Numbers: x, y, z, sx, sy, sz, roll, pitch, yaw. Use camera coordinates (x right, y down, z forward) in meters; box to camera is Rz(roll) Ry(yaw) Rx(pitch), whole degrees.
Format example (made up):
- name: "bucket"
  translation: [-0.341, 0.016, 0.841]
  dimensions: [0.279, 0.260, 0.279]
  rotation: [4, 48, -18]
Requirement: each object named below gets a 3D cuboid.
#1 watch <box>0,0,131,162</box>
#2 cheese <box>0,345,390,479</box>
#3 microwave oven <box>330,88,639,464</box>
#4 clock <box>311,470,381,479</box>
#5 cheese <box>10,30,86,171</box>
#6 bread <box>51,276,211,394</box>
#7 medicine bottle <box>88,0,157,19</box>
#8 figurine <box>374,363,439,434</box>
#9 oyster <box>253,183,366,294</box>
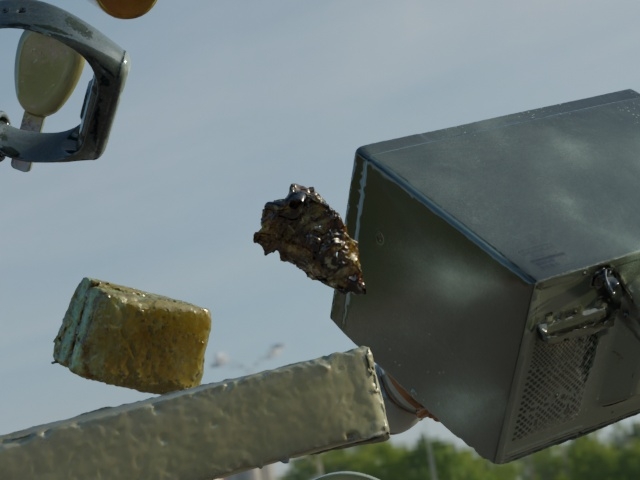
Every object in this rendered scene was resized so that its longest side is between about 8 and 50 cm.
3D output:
- name: "watch"
  translation: [-0.315, -0.168, 1.706]
  dimensions: [0.193, 0.068, 0.206]
  rotation: [15, -45, -10]
- name: "cheese"
  translation: [-0.138, 0.164, 1.225]
  dimensions: [0.400, 0.085, 0.034]
  rotation: [-12, 5, -17]
- name: "microwave oven"
  translation: [0.287, 0.027, 1.754]
  dimensions: [0.432, 0.236, 0.374]
  rotation: [-14, 36, -32]
- name: "clock"
  translation: [0.041, 0.469, 2.369]
  dimensions: [0.235, 0.235, 0.029]
  rotation: [-11, -2, 10]
- name: "cheese"
  translation: [-0.369, -0.183, 2.039]
  dimensions: [0.097, 0.192, 0.037]
  rotation: [20, 9, 15]
- name: "bread"
  translation: [-0.252, 0.134, 2.126]
  dimensions: [0.196, 0.138, 0.102]
  rotation: [17, -7, -30]
- name: "medicine bottle"
  translation: [-0.287, -0.363, 2.136]
  dimensions: [0.096, 0.096, 0.192]
  rotation: [-5, 19, -21]
- name: "figurine"
  translation: [0.121, 0.199, 2.091]
  dimensions: [0.143, 0.143, 0.271]
  rotation: [5, -54, -53]
- name: "oyster"
  translation: [0.000, 0.000, 1.441]
  dimensions: [0.132, 0.086, 0.029]
  rotation: [20, 18, -26]
